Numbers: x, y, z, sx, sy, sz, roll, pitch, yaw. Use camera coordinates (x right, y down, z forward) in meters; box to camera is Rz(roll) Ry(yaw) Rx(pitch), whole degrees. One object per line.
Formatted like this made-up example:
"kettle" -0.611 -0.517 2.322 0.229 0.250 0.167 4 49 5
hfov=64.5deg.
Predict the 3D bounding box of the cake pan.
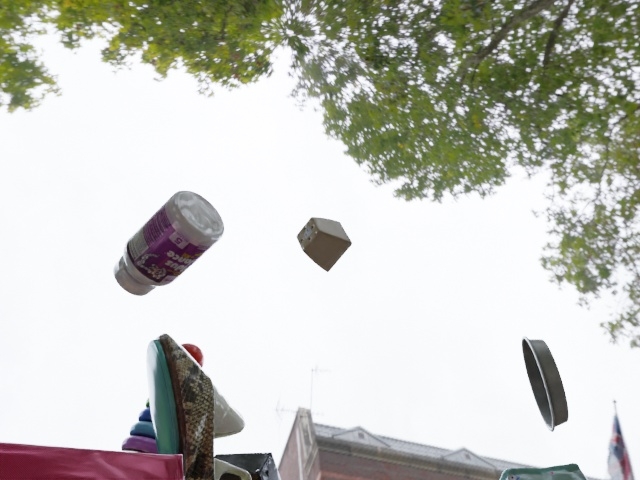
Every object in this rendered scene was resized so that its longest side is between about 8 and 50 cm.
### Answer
"cake pan" 0.696 0.437 1.573 0.054 0.293 0.292 -13 -67 10

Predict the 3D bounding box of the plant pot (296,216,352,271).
"plant pot" 0.000 0.000 1.344 0.096 0.109 0.109 25 -67 -34

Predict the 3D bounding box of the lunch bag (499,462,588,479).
"lunch bag" 0.350 0.510 0.761 0.160 0.223 0.262 0 -59 -10

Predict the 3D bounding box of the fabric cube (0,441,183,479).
"fabric cube" -0.315 0.402 0.551 0.258 0.254 0.259 21 -60 -32

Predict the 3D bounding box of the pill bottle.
"pill bottle" -0.412 0.018 1.349 0.302 0.169 0.169 -39 -71 22

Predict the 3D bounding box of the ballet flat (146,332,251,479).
"ballet flat" -0.210 0.402 0.886 0.182 0.482 0.164 7 -31 -30

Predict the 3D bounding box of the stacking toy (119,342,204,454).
"stacking toy" -0.365 0.402 1.233 0.141 0.330 0.141 10 -39 8

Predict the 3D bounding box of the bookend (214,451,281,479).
"bookend" -0.171 0.580 1.171 0.157 0.072 0.157 -12 -79 22
